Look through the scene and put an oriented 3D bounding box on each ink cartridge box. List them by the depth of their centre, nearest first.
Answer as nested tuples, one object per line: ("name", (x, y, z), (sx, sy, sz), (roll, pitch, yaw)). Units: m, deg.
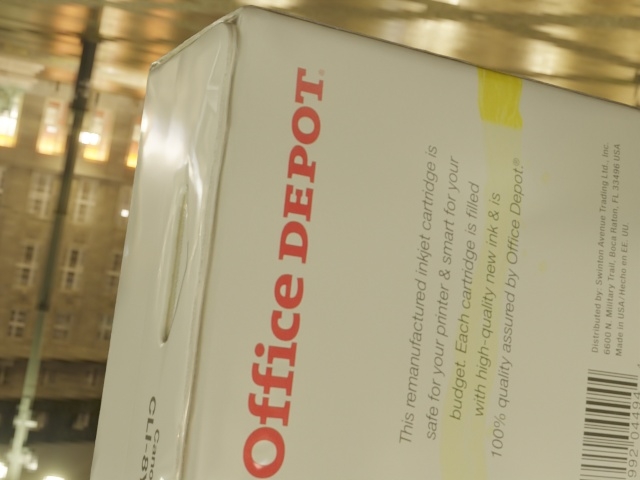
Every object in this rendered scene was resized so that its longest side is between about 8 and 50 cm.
("ink cartridge box", (0.073, 0.042, 0.727), (0.385, 0.279, 0.160), (11, 171, -27))
